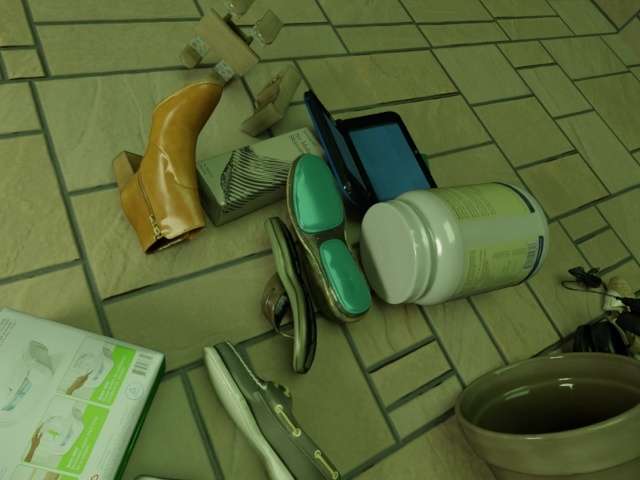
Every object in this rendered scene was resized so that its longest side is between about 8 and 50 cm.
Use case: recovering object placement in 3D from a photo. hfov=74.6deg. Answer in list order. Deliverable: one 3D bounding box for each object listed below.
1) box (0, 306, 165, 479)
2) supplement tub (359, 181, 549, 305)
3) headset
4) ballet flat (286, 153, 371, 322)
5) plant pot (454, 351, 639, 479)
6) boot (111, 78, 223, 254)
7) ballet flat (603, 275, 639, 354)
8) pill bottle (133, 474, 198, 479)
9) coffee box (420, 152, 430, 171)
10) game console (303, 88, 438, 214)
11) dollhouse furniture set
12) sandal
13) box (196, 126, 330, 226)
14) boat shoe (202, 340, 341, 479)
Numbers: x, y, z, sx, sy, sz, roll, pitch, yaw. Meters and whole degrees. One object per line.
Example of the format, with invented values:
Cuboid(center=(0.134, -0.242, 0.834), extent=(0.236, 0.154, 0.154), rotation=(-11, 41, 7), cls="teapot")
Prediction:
Cuboid(center=(-0.372, 0.256, 0.569), extent=(0.231, 0.126, 0.261), rotation=(19, 59, -9), cls="box")
Cuboid(center=(0.270, 0.004, 0.873), extent=(0.325, 0.235, 0.235), rotation=(-8, 67, -24), cls="supplement tub")
Cuboid(center=(0.694, 0.218, 0.939), extent=(0.185, 0.243, 0.393), rotation=(21, 36, -37), cls="headset")
Cuboid(center=(0.000, 0.000, 0.841), extent=(0.123, 0.123, 0.348), rotation=(-13, 77, -25), cls="ballet flat")
Cuboid(center=(0.435, 0.382, 0.722), extent=(0.324, 0.323, 0.280), rotation=(-18, 88, -27), cls="plant pot")
Cuboid(center=(-0.244, -0.120, 0.751), extent=(0.211, 0.295, 0.104), rotation=(61, 23, 12), cls="boot")
Cuboid(center=(0.762, 0.186, 1.059), extent=(0.067, 0.073, 0.206), rotation=(-2, 60, -5), cls="ballet flat")
Cuboid(center=(-0.213, 0.426, 0.542), extent=(0.118, 0.117, 0.208), rotation=(14, 60, -13), cls="pill bottle")
Cuboid(center=(0.223, -0.140, 1.047), extent=(0.113, 0.040, 0.184), rotation=(3, 63, -17), cls="coffee box")
Cuboid(center=(0.121, -0.213, 0.955), extent=(0.174, 0.250, 0.292), rotation=(-28, 64, 16), cls="game console")
Cuboid(center=(-0.177, -0.383, 0.934), extent=(0.242, 0.212, 0.160), rotation=(40, 51, -29), cls="dollhouse furniture set")
Cuboid(center=(-0.070, 0.101, 0.787), extent=(0.087, 0.120, 0.302), rotation=(-18, 66, 2), cls="sandal")
Cuboid(center=(-0.121, -0.140, 0.889), extent=(0.275, 0.094, 0.113), rotation=(-29, 77, -29), cls="box")
Cuboid(center=(-0.081, 0.286, 0.675), extent=(0.091, 0.109, 0.304), rotation=(-31, 83, -31), cls="boat shoe")
